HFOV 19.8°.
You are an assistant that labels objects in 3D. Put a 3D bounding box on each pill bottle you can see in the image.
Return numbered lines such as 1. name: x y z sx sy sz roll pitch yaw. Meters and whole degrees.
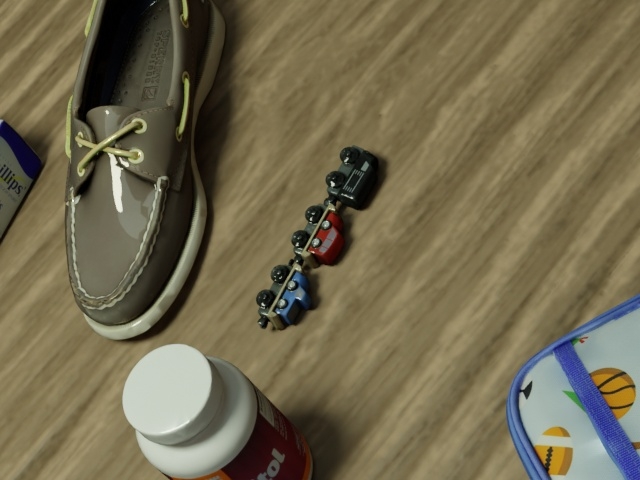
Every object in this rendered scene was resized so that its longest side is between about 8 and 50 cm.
1. pill bottle: -0.070 0.131 1.228 0.086 0.152 0.086 -12 57 19

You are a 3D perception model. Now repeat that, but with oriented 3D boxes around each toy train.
1. toy train: 0.000 0.000 1.355 0.036 0.027 0.158 23 72 23

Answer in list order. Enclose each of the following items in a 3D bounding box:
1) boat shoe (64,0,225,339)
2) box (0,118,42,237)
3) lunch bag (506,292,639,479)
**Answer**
1. boat shoe: -0.148 -0.083 1.429 0.117 0.096 0.324 -4 60 23
2. box: -0.318 -0.038 1.498 0.126 0.072 0.137 16 70 32
3. lunch bag: 0.245 0.150 1.017 0.243 0.115 0.303 -28 44 4
